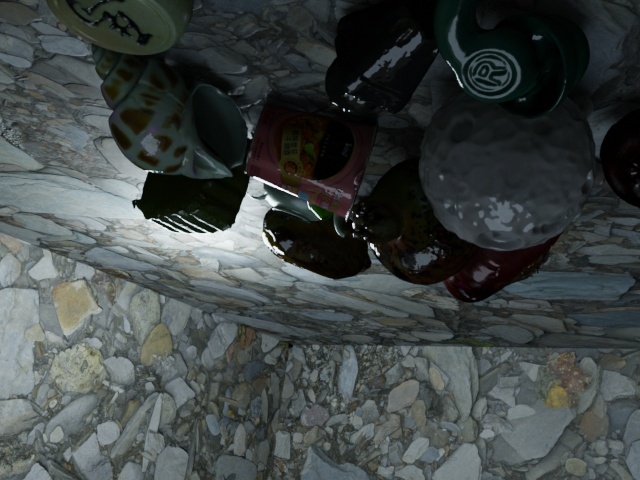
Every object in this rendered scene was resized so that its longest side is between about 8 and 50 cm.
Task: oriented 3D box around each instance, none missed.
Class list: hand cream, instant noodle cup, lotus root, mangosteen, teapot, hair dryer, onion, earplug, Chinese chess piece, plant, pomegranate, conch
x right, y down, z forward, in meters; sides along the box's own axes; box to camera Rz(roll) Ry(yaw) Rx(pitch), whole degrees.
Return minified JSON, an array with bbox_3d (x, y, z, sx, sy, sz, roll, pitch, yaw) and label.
[{"bbox_3d":[-0.071,-0.155,1.891,0.275,0.050,0.079,45,145,20],"label":"hand cream"},{"bbox_3d":[-0.024,-0.182,1.750,0.255,0.243,0.244,17,162,-2],"label":"instant noodle cup"},{"bbox_3d":[0.000,0.000,2.294,0.398,0.195,0.179,27,175,-41],"label":"lotus root"},{"bbox_3d":[0.637,-0.159,1.521,0.210,0.209,0.210,9,162,3],"label":"mangosteen"},{"bbox_3d":[-0.055,-0.116,2.035,0.295,0.129,0.193,20,174,4],"label":"teapot"},{"bbox_3d":[0.584,-0.136,1.851,0.195,0.053,0.220,16,168,-16],"label":"hair dryer"},{"bbox_3d":[0.422,-0.014,1.980,0.348,0.285,0.347,-34,167,-9],"label":"onion"},{"bbox_3d":[0.309,-0.318,1.267,0.280,0.257,0.164,-17,180,-36],"label":"earplug"},{"bbox_3d":[-0.341,-0.417,1.356,0.251,0.101,0.250,9,161,3],"label":"Chinese chess piece"},{"bbox_3d":[0.101,-0.313,1.364,0.142,0.164,0.256,15,146,-29],"label":"plant"},{"bbox_3d":[0.194,-0.036,1.746,0.341,0.284,0.285,-6,177,-43],"label":"pomegranate"},{"bbox_3d":[-0.322,-0.266,1.673,0.197,0.249,0.368,37,167,39],"label":"conch"}]

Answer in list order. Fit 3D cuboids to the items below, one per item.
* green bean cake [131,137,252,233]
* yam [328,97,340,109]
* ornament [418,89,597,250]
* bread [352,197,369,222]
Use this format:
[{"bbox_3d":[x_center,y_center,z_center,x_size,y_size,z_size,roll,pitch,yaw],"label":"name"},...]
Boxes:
[{"bbox_3d":[-0.292,-0.146,1.907,0.247,0.249,0.156,-2,158,41],"label":"green bean cake"},{"bbox_3d":[0.080,-0.288,1.655,0.130,0.027,0.033,-1,161,27],"label":"yam"},{"bbox_3d":[0.353,-0.136,1.524,0.337,0.336,0.337,9,162,3],"label":"ornament"},{"bbox_3d":[0.188,-0.077,2.137,0.094,0.101,0.246,15,164,-39],"label":"bread"}]
